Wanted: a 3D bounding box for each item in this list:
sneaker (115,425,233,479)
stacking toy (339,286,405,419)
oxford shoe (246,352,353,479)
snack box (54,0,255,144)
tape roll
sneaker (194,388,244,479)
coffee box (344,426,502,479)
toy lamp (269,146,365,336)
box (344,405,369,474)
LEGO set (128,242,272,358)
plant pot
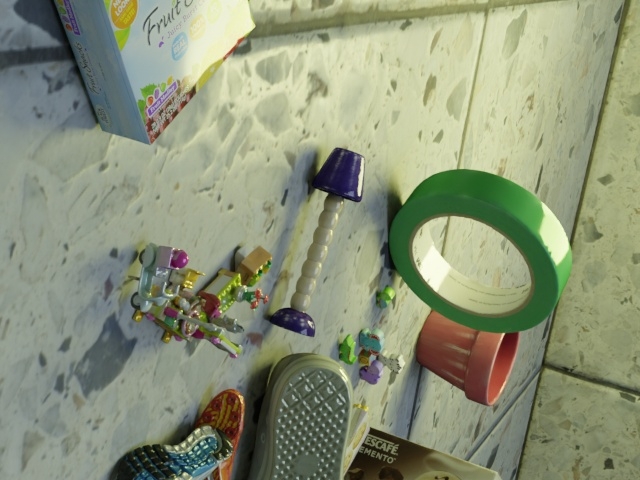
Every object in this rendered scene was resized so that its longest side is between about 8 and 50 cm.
[{"bbox_3d":[-0.190,0.300,1.289,0.190,0.071,0.083,-4,133,-56],"label":"sneaker"},{"bbox_3d":[0.097,0.214,1.873,0.167,0.052,0.221,-50,147,-42],"label":"stacking toy"},{"bbox_3d":[-0.045,0.369,1.566,0.130,0.169,0.449,-116,-143,-71],"label":"oxford shoe"},{"bbox_3d":[-0.155,-0.227,0.999,0.207,0.070,0.174,-57,152,-35],"label":"snack box"},{"bbox_3d":[0.280,0.024,1.808,0.077,0.321,0.321,-52,149,-39],"label":"tape roll"},{"bbox_3d":[-0.143,0.280,1.401,0.067,0.064,0.175,-58,165,-75],"label":"sneaker"},{"bbox_3d":[0.175,0.475,1.911,0.168,0.297,0.119,-65,153,-18],"label":"coffee box"},{"bbox_3d":[0.000,0.000,1.485,0.080,0.080,0.275,23,85,-66],"label":"toy lamp"},{"bbox_3d":[-0.012,0.424,1.759,0.324,0.063,0.067,-55,150,-35],"label":"box"},{"bbox_3d":[-0.118,0.077,1.239,0.287,0.107,0.132,3,103,-66],"label":"LEGO set"},{"bbox_3d":[0.314,0.235,2.199,0.201,0.180,0.201,-46,146,-46],"label":"plant pot"}]
